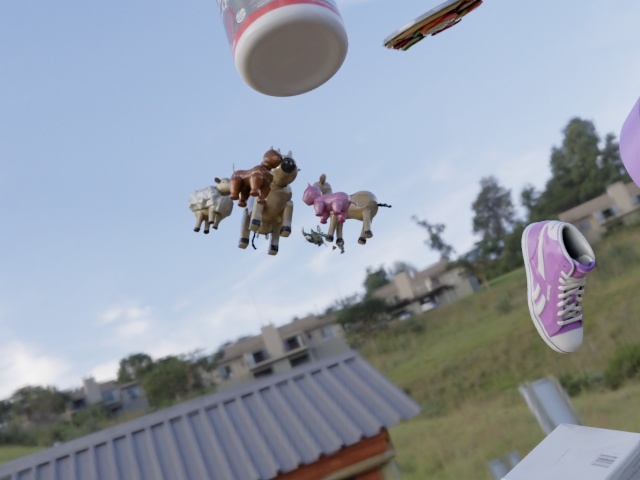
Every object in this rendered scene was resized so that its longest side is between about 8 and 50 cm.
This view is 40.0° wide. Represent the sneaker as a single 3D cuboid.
[{"bbox_3d":[0.496,0.098,1.776,0.102,0.282,0.161,-18,4,-20],"label":"sneaker"}]

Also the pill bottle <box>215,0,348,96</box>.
[{"bbox_3d":[-0.092,-0.462,1.639,0.210,0.363,0.210,-13,-33,-8],"label":"pill bottle"}]

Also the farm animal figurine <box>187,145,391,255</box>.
[{"bbox_3d":[-0.068,-0.091,1.846,0.330,0.172,0.327,22,-31,-30],"label":"farm animal figurine"}]

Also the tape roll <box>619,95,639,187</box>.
[{"bbox_3d":[0.659,-0.167,1.497,0.275,0.275,0.090,-17,-29,-15],"label":"tape roll"}]

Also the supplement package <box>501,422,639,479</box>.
[{"bbox_3d":[0.408,0.423,1.354,0.149,0.203,0.194,-2,17,45],"label":"supplement package"}]

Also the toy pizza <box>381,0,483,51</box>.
[{"bbox_3d":[0.194,-0.359,1.443,0.201,0.032,0.201,-28,5,3],"label":"toy pizza"}]

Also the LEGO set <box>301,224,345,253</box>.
[{"bbox_3d":[0.001,0.002,1.447,0.023,0.083,0.054,-53,5,30],"label":"LEGO set"}]
